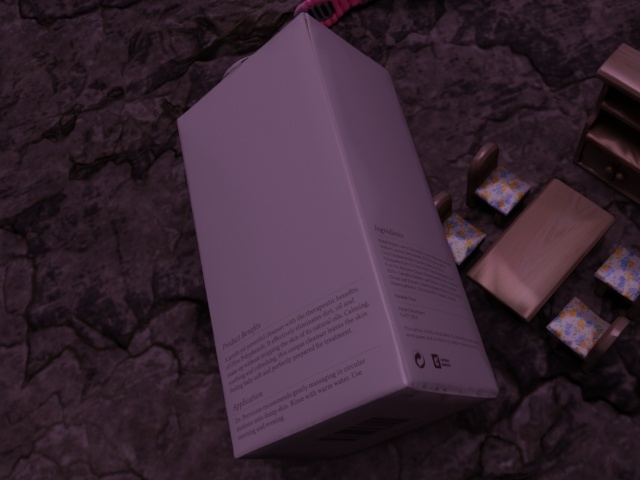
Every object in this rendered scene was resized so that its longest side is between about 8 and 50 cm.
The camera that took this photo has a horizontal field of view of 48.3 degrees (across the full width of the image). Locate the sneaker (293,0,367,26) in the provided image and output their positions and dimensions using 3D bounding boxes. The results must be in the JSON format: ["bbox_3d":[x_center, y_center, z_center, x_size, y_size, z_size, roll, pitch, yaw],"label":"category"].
[{"bbox_3d":[0.016,-0.316,0.924,0.119,0.047,0.057,-27,45,-5],"label":"sneaker"}]

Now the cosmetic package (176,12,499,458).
[{"bbox_3d":[0.000,0.000,0.679,0.197,0.155,0.366,-30,59,32],"label":"cosmetic package"}]

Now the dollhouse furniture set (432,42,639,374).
[{"bbox_3d":[0.248,-0.037,0.688,0.212,0.161,0.242,39,77,22],"label":"dollhouse furniture set"}]
